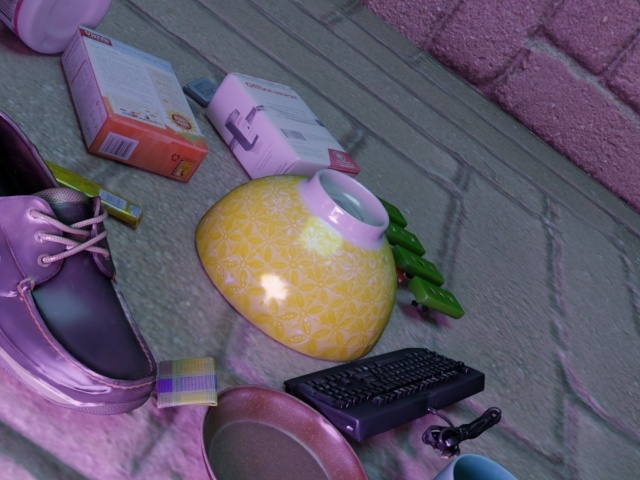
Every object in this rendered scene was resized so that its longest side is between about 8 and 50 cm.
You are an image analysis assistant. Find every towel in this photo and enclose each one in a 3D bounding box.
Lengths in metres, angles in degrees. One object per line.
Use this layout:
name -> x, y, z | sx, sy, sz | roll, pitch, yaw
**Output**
towel -> -0.132, 0.140, 0.864 | 0.060, 0.009, 0.083 | -3, 24, -10

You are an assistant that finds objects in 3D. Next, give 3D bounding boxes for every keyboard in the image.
keyboard -> 0.117, 0.186, 1.052 | 0.202, 0.033, 0.317 | 26, 17, 31

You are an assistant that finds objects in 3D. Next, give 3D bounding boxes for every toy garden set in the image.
toy garden set -> 0.098, 0.014, 1.361 | 0.204, 0.049, 0.244 | 25, 28, -46

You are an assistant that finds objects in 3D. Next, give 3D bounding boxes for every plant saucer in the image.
plant saucer -> -0.037, 0.227, 0.851 | 0.199, 0.036, 0.198 | 30, 25, -16

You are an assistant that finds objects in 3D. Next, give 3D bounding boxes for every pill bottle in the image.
pill bottle -> -0.448, -0.416, 1.261 | 0.283, 0.160, 0.160 | 44, 26, 12

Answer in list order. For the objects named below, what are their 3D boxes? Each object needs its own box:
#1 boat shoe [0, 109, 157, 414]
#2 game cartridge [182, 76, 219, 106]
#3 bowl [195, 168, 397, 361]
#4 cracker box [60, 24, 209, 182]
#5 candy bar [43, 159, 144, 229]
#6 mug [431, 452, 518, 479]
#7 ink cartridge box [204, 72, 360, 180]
boat shoe -> -0.268, 0.006, 0.813 | 0.355, 0.130, 0.132 | 46, 26, 17
game cartridge -> -0.194, -0.250, 1.481 | 0.056, 0.017, 0.083 | 35, 25, 3
bowl -> 0.000, 0.000, 1.146 | 0.290, 0.156, 0.289 | 30, 25, -16
cracker box -> -0.265, -0.193, 1.232 | 0.156, 0.067, 0.232 | 17, 33, -38
candy bar -> -0.282, -0.059, 1.038 | 0.162, 0.018, 0.040 | 28, 30, -21
mug -> 0.155, 0.308, 0.893 | 0.129, 0.097, 0.157 | 32, 26, -13
ink cartridge box -> -0.064, -0.161, 1.411 | 0.159, 0.092, 0.218 | 5, 42, -49
